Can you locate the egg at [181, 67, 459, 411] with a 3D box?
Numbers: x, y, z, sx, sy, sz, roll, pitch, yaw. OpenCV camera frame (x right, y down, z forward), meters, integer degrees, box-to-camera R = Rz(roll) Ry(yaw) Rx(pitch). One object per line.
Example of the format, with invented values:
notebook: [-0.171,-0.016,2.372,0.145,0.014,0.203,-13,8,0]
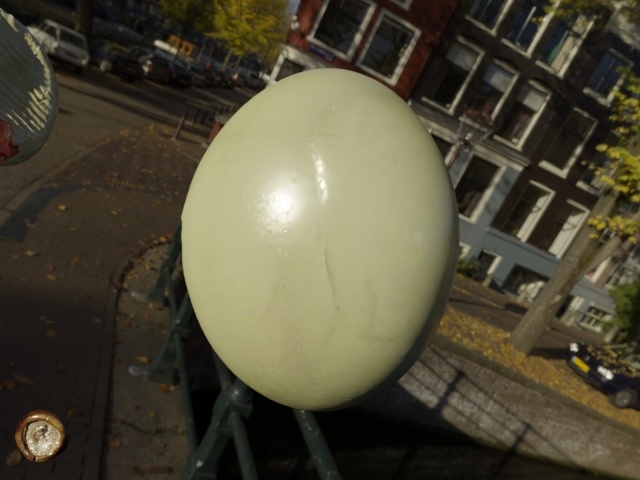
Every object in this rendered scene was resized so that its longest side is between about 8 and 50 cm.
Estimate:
egg: [0.000,0.000,0.419,0.219,0.269,0.219,-4,-3,0]

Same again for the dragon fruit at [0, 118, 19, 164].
dragon fruit: [-0.332,-0.046,0.423,0.153,0.110,0.153,1,4,0]

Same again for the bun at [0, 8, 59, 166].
bun: [-0.452,-0.199,0.655,0.133,0.230,0.231,-14,-7,28]

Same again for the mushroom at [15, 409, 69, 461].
mushroom: [-0.658,0.461,1.229,0.123,0.123,0.052,25,1,-5]
